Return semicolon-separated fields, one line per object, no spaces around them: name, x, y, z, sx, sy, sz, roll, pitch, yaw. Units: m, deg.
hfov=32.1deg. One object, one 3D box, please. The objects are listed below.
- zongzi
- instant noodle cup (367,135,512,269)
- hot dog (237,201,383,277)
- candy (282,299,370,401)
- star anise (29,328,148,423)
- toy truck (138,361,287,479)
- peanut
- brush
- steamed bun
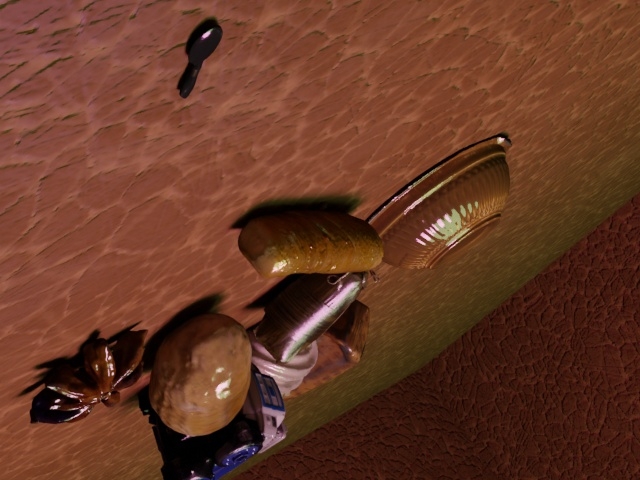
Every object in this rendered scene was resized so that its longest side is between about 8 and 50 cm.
zongzi;0.002;0.074;1.553;0.187;0.084;0.184;-41;180;13
instant noodle cup;0.176;-0.029;1.552;0.274;0.091;0.274;-33;168;-8
hot dog;-0.001;0.004;1.249;0.061;0.088;0.286;-45;167;20
candy;-0.024;0.195;1.837;0.271;0.101;0.143;-41;-167;35
star anise;-0.254;0.156;1.237;0.168;0.057;0.168;-31;168;-7
toy truck;-0.139;0.266;1.580;0.213;0.161;0.177;-36;147;24
peanut;-0.148;0.169;1.400;0.129;0.129;0.224;-28;166;-25
brush;-0.083;-0.120;0.749;0.024;0.008;0.083;-28;167;-30
steamed bun;-0.081;0.192;1.696;0.183;0.106;0.183;-32;169;-7
